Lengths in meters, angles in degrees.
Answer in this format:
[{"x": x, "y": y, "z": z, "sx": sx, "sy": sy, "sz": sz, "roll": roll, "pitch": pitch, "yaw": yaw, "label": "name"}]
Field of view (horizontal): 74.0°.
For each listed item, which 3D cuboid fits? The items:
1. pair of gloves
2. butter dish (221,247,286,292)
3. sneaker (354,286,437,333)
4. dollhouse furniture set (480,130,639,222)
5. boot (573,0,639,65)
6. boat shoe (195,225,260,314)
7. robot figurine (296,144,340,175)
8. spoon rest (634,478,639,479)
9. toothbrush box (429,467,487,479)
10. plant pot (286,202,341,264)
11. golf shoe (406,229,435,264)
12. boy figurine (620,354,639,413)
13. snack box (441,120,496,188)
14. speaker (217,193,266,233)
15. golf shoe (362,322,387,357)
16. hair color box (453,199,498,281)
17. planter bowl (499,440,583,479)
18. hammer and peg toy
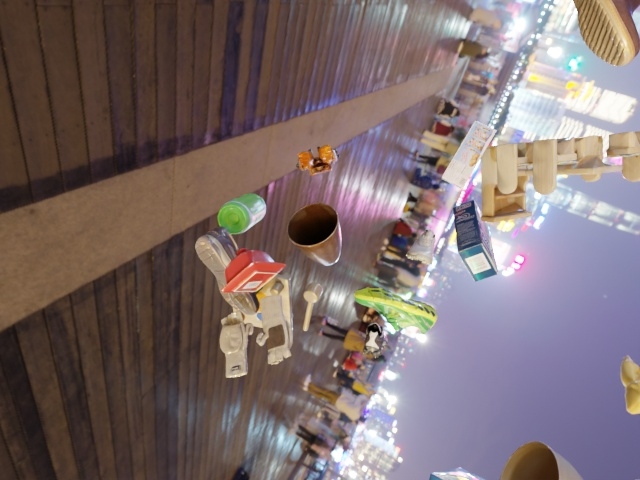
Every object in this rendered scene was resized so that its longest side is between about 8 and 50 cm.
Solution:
[{"x": -0.198, "y": 0.294, "z": 1.305, "sx": 0.239, "sy": 0.204, "sz": 0.042, "roll": -23, "pitch": 155, "yaw": 13, "label": "pair of gloves"}, {"x": -0.214, "y": 0.076, "z": 1.264, "sx": 0.159, "sy": 0.118, "sz": 0.160, "roll": -40, "pitch": 156, "yaw": 22, "label": "butter dish"}, {"x": 0.251, "y": 0.249, "z": 1.473, "sx": 0.109, "sy": 0.295, "sz": 0.124, "roll": -50, "pitch": 158, "yaw": -72, "label": "sneaker"}, {"x": 0.695, "y": -0.180, "z": 1.313, "sx": 0.394, "sy": 0.361, "sz": 0.257, "roll": -161, "pitch": -116, "yaw": -67, "label": "dollhouse furniture set"}, {"x": 0.531, "y": -0.428, "z": 0.697, "sx": 0.090, "sy": 0.206, "sz": 0.249, "roll": 40, "pitch": 31, "yaw": -73, "label": "boot"}, {"x": -0.288, "y": 0.106, "z": 1.468, "sx": 0.130, "sy": 0.132, "sz": 0.356, "roll": -51, "pitch": 132, "yaw": -40, "label": "boat shoe"}, {"x": -0.013, "y": -0.359, "z": 1.931, "sx": 0.291, "sy": 0.210, "sz": 0.085, "roll": 12, "pitch": 64, "yaw": -85, "label": "robot figurine"}, {"x": 0.775, "y": 0.599, "z": 0.931, "sx": 0.137, "sy": 0.276, "sz": 0.084, "roll": -36, "pitch": -156, "yaw": 45, "label": "spoon rest"}, {"x": 0.493, "y": 0.811, "z": 1.265, "sx": 0.216, "sy": 0.295, "sz": 0.126, "roll": 22, "pitch": 79, "yaw": -42, "label": "toothbrush box"}, {"x": 0.000, "y": 0.000, "z": 1.764, "sx": 0.216, "sy": 0.215, "sz": 0.231, "roll": -59, "pitch": 147, "yaw": -24, "label": "plant pot"}, {"x": 0.269, "y": 0.012, "z": 1.110, "sx": 0.176, "sy": 0.069, "sz": 0.086, "roll": -38, "pitch": 146, "yaw": -76, "label": "golf shoe"}, {"x": 0.920, "y": 0.394, "z": 1.179, "sx": 0.284, "sy": 0.177, "sz": 0.092, "roll": -9, "pitch": 130, "yaw": -31, "label": "boy figurine"}, {"x": 0.400, "y": -0.231, "z": 1.146, "sx": 0.178, "sy": 0.064, "sz": 0.022, "roll": -59, "pitch": 165, "yaw": 1, "label": "snack box"}, {"x": -0.300, "y": -0.109, "z": 1.658, "sx": 0.296, "sy": 0.131, "sz": 0.131, "roll": -64, "pitch": 174, "yaw": -75, "label": "speaker"}, {"x": 0.190, "y": 0.315, "z": 1.424, "sx": 0.198, "sy": 0.077, "sz": 0.094, "roll": -33, "pitch": 130, "yaw": -77, "label": "golf shoe"}, {"x": 0.656, "y": -0.008, "z": 1.811, "sx": 0.174, "sy": 0.105, "sz": 0.347, "roll": 53, "pitch": 29, "yaw": -23, "label": "hair color box"}, {"x": 0.407, "y": 0.459, "z": 0.745, "sx": 0.162, "sy": 0.109, "sz": 0.162, "roll": -60, "pitch": 178, "yaw": -3, "label": "planter bowl"}, {"x": -0.181, "y": 0.246, "z": 1.630, "sx": 0.127, "sy": 0.360, "sz": 0.266, "roll": -53, "pitch": 147, "yaw": -57, "label": "hammer and peg toy"}]
